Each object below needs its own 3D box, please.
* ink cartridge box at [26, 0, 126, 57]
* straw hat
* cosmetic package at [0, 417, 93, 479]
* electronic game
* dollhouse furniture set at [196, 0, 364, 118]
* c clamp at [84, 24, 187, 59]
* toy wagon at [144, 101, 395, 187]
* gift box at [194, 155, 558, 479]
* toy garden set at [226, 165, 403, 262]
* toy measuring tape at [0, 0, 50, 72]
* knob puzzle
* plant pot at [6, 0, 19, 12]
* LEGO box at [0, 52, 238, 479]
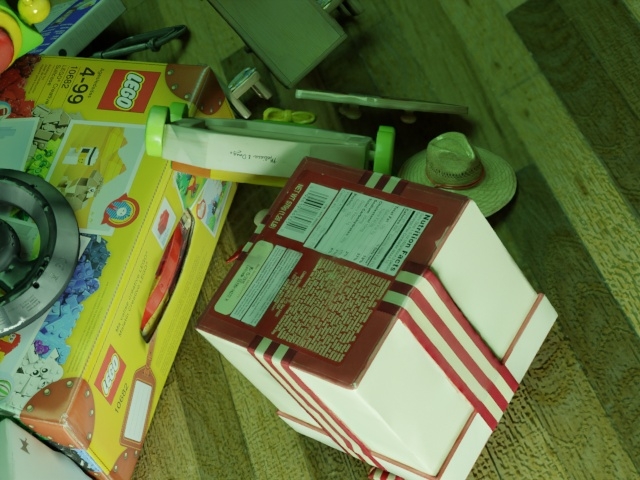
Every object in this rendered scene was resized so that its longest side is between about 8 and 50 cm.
[{"bbox_3d":[-0.424,-0.299,2.160,0.208,0.045,0.206,-46,27,-27],"label":"ink cartridge box"},{"bbox_3d":[0.151,-0.089,1.603,0.144,0.061,0.144,-5,41,4],"label":"straw hat"},{"bbox_3d":[-0.425,0.379,1.556,0.385,0.217,0.156,-29,45,15],"label":"cosmetic package"},{"bbox_3d":[-0.387,0.014,1.607,0.229,0.048,0.229,-3,58,4],"label":"electronic game"},{"bbox_3d":[-0.072,-0.288,1.817,0.212,0.161,0.242,-43,11,-2],"label":"dollhouse furniture set"},{"bbox_3d":[-0.280,-0.287,2.097,0.160,0.022,0.137,-10,19,24],"label":"c clamp"},{"bbox_3d":[-0.048,-0.111,1.616,0.267,0.344,0.068,7,98,3],"label":"toy wagon"},{"bbox_3d":[0.057,0.078,1.425,0.276,0.258,0.255,23,71,44],"label":"gift box"},{"bbox_3d":[0.000,0.000,1.687,0.244,0.049,0.204,-39,45,3],"label":"toy garden set"},{"bbox_3d":[-0.489,-0.228,1.766,0.330,0.121,0.121,-33,43,-7],"label":"toy measuring tape"},{"bbox_3d":[0.080,-0.157,1.692,0.213,0.213,0.030,12,99,40],"label":"knob puzzle"},{"bbox_3d":[-0.608,-0.374,2.321,0.230,0.215,0.215,-40,41,22],"label":"plant pot"},{"bbox_3d":[-0.351,0.022,1.744,0.372,0.193,0.500,6,59,20],"label":"LEGO box"}]
